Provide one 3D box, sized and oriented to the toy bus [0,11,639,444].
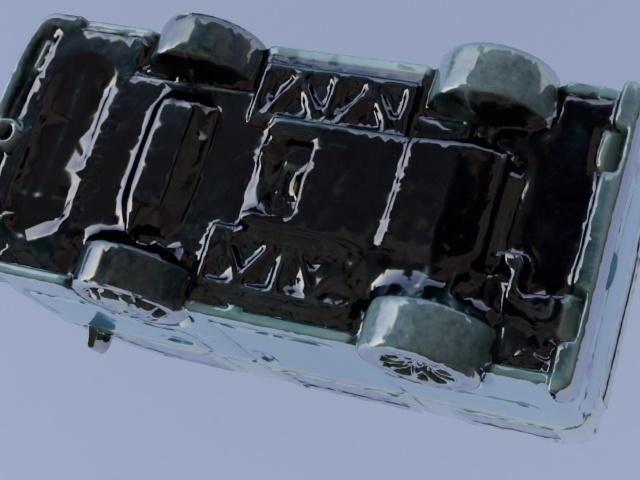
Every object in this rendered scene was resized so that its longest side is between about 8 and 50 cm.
[{"bbox_3d":[0.000,0.000,0.636,0.271,0.133,0.165,11,-18,22],"label":"toy bus"}]
